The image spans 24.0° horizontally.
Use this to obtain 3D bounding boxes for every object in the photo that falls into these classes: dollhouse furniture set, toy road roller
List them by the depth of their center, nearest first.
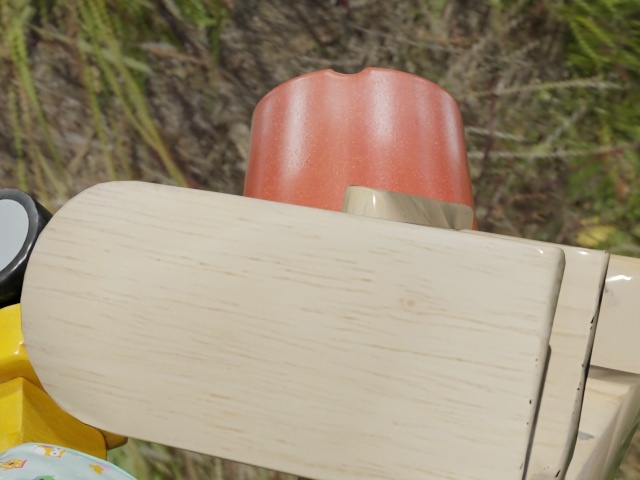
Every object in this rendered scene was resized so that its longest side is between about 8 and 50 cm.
[{"bbox_3d":[0.000,0.000,0.567,0.362,0.256,0.394,4,95,-69],"label":"dollhouse furniture set"},{"bbox_3d":[-0.282,0.134,1.174,0.329,0.240,0.202,-20,141,18],"label":"toy road roller"}]

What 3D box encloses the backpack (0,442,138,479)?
[{"bbox_3d":[-0.187,0.237,0.990,0.166,0.144,0.188,24,101,7],"label":"backpack"}]

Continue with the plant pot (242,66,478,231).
[{"bbox_3d":[0.035,0.003,1.382,0.272,0.272,0.265,17,61,-33],"label":"plant pot"}]
